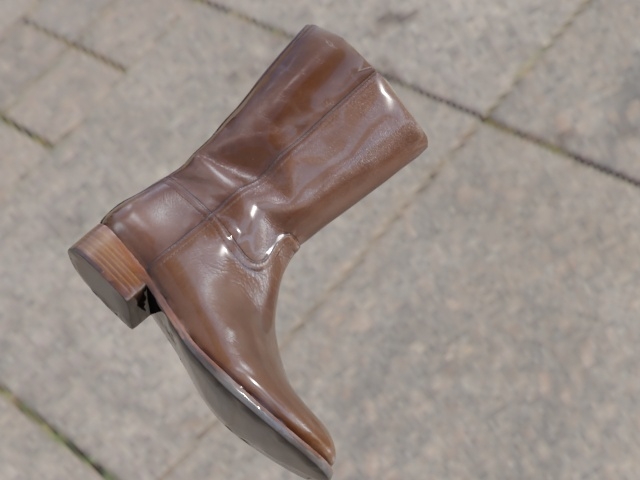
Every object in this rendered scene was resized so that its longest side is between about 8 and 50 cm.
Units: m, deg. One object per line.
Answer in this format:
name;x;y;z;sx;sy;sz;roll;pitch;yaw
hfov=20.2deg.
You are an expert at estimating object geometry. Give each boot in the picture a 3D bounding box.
boot;0.000;0.000;0.533;0.106;0.037;0.114;45;70;9
